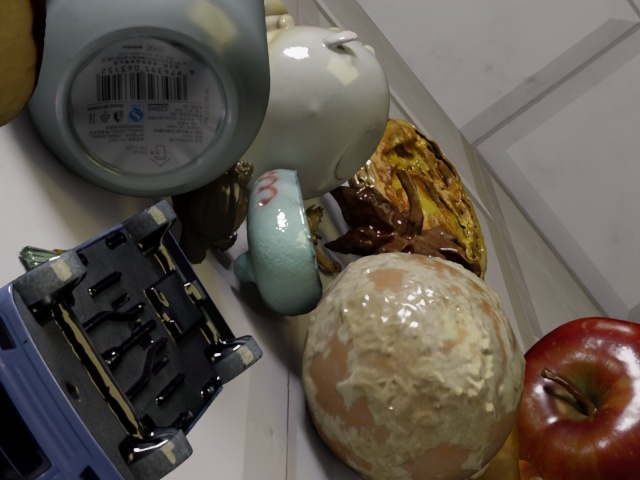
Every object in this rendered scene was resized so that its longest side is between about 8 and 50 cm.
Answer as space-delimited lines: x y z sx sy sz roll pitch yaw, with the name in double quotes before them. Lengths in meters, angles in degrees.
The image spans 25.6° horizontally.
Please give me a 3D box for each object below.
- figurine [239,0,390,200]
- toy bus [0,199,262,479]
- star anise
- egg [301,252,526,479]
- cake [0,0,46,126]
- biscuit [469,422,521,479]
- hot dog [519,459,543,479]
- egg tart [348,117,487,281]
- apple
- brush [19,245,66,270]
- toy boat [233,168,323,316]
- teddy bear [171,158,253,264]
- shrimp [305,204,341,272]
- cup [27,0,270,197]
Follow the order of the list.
"figurine" -0.074 -0.222 1.574 0.394 0.227 0.274 44 38 22
"toy bus" -0.135 0.071 0.799 0.125 0.133 0.292 58 11 -4
"star anise" 0.105 0.014 1.665 0.212 0.111 0.196 30 45 -18
"egg" 0.079 0.114 1.264 0.203 0.203 0.245 45 17 -33
"cake" -0.273 -0.135 0.787 0.178 0.185 0.208 -14 86 -36
"biscuit" 0.153 0.169 1.490 0.274 0.091 0.213 -102 -176 -48
"hot dog" 0.248 0.349 1.517 0.131 0.069 0.253 42 19 -42
"egg tart" 0.117 -0.022 1.884 0.297 0.132 0.297 39 33 -31
"apple" 0.361 0.252 1.712 0.317 0.288 0.288 55 10 -38
"brush" -0.151 0.046 1.055 0.083 0.011 0.205 57 13 15
"toy boat" -0.043 0.004 1.367 0.208 0.079 0.134 -98 178 -72
"teddy bear" -0.102 -0.039 1.261 0.078 0.119 0.160 18 2 -4
"shrimp" 0.000 0.000 1.634 0.083 0.023 0.114 54 19 -13
"cup" -0.148 -0.178 1.209 0.205 0.205 0.312 47 18 -27
